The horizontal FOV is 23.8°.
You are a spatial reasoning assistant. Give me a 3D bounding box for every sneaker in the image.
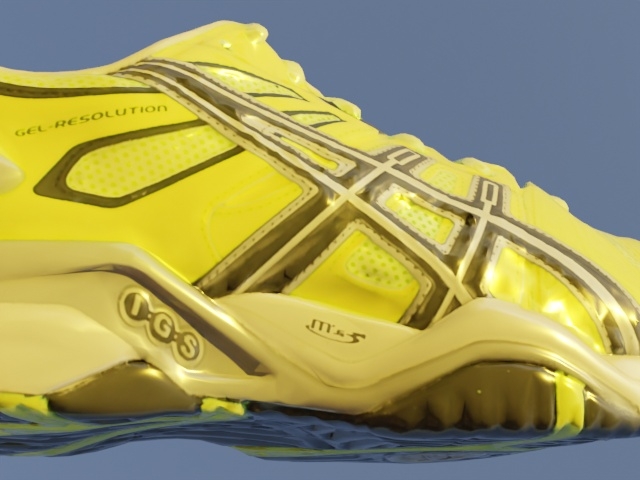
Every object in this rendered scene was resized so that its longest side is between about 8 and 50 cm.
[{"bbox_3d":[0.000,0.000,0.521,0.385,0.145,0.147,7,-106,-26],"label":"sneaker"}]
